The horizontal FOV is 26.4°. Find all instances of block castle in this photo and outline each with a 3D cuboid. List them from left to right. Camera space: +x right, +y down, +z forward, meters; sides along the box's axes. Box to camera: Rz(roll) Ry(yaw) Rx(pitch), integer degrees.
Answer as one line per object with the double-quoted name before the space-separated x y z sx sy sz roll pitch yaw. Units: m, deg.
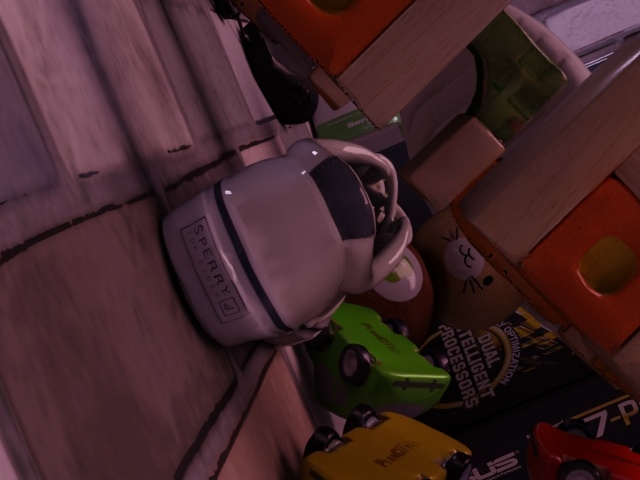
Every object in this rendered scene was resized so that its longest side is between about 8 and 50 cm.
"block castle" 0.107 -0.117 0.674 0.453 0.213 0.303 45 3 -7

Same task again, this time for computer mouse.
"computer mouse" -0.048 -0.171 1.077 0.242 0.041 0.071 57 13 -58

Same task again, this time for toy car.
"toy car" 0.055 0.097 0.708 0.225 0.239 0.053 39 -63 54
"toy car" 0.092 0.018 0.927 0.149 0.188 0.155 47 22 -74

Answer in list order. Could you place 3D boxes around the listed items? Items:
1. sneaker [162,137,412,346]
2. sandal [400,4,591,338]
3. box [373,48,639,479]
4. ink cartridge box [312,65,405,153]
"sneaker" 0.000 0.000 0.650 0.258 0.091 0.094 -51 119 -83
"sandal" 0.200 -0.012 0.981 0.102 0.169 0.416 -1 46 -48
"box" 0.186 0.019 1.154 0.395 0.318 0.097 -102 169 -54
"ink cartridge box" 0.053 -0.108 1.486 0.219 0.093 0.160 -103 169 -54
